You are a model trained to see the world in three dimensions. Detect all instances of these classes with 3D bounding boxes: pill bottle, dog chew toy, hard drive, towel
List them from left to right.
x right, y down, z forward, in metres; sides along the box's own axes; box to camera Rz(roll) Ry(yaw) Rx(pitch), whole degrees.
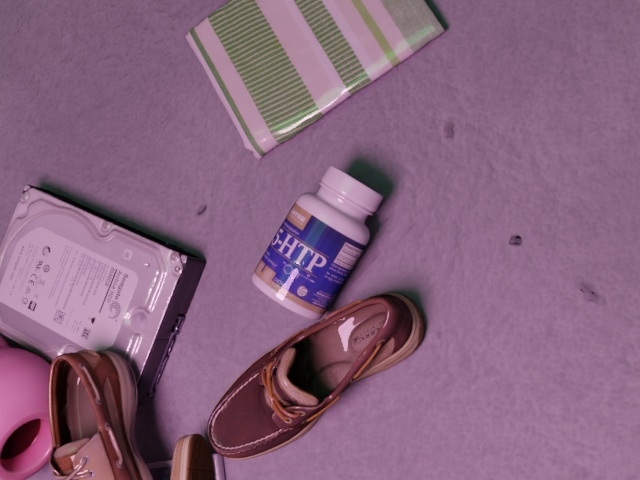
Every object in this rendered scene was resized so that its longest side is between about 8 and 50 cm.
[{"bbox_3d":[-0.533,0.225,1.259,0.331,0.206,0.207,28,93,32],"label":"dog chew toy"},{"bbox_3d":[-0.361,0.077,1.276,0.339,0.064,0.237,23,92,24],"label":"hard drive"},{"bbox_3d":[-0.018,-0.298,1.200,0.324,0.038,0.248,-33,72,14],"label":"towel"},{"bbox_3d":[0.000,0.000,1.102,0.112,0.112,0.187,33,95,24],"label":"pill bottle"}]

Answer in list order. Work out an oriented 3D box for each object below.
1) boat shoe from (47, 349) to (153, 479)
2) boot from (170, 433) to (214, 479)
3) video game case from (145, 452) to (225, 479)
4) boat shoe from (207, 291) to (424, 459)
[{"bbox_3d":[-0.303,0.296,1.093,0.123,0.116,0.324,-29,62,20],"label":"boat shoe"},{"bbox_3d":[-0.232,0.371,1.143,0.165,0.077,0.213,-2,81,25],"label":"boot"},{"bbox_3d":[-0.219,0.408,1.183,0.201,0.023,0.183,-14,76,21],"label":"video game case"},{"bbox_3d":[-0.028,0.176,1.080,0.342,0.123,0.123,-33,70,16],"label":"boat shoe"}]
